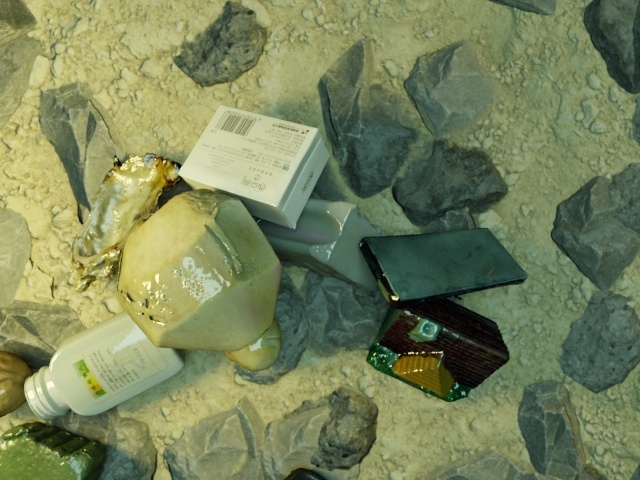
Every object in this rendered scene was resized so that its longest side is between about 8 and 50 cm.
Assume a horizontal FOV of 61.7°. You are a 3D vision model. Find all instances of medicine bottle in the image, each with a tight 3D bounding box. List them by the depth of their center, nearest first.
[{"bbox_3d":[-0.484,0.281,1.208,0.324,0.124,0.179,-28,110,-7],"label":"medicine bottle"}]

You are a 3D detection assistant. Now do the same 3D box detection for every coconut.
[{"bbox_3d":[-0.239,0.079,1.114,0.353,0.352,0.352,0,85,-4],"label":"coconut"}]

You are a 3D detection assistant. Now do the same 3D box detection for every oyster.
[{"bbox_3d":[-0.444,-0.037,1.236,0.221,0.096,0.361,10,75,38],"label":"oyster"}]

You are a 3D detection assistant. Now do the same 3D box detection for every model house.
[{"bbox_3d":[0.276,0.245,1.208,0.280,0.249,0.230,24,85,-2],"label":"model house"}]

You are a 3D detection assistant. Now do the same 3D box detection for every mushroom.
[{"bbox_3d":[-0.158,0.231,1.246,0.148,0.112,0.148,0,83,-3],"label":"mushroom"}]

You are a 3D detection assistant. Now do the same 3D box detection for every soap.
[{"bbox_3d":[0.000,0.000,1.313,0.302,0.258,0.159,15,81,41],"label":"soap"}]

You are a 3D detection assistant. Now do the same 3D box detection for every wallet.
[{"bbox_3d":[0.281,0.051,1.218,0.379,0.046,0.190,-5,46,-27],"label":"wallet"}]

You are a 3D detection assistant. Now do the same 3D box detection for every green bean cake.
[{"bbox_3d":[-0.617,0.526,1.183,0.227,0.125,0.222,18,86,-1],"label":"green bean cake"}]

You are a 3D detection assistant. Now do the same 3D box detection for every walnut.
[{"bbox_3d":[-0.728,0.319,1.182,0.166,0.149,0.166,7,59,-11],"label":"walnut"}]

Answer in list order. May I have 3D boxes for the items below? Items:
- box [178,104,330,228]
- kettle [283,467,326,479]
[{"bbox_3d":[-0.147,-0.171,1.216,0.274,0.116,0.203,18,72,24],"label":"box"},{"bbox_3d":[-0.022,0.652,1.213,0.232,0.144,0.202,44,64,3],"label":"kettle"}]
